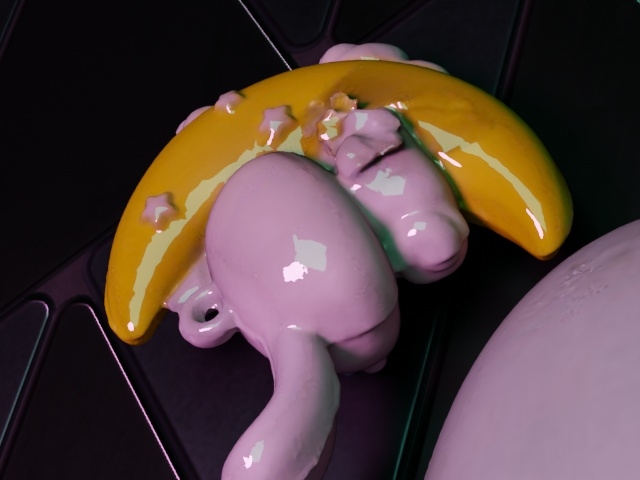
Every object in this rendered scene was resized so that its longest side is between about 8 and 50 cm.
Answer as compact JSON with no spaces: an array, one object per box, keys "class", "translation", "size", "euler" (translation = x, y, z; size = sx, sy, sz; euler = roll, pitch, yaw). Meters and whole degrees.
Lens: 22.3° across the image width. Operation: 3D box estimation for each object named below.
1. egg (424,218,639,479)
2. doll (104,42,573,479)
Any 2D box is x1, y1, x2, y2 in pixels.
[{"class":"egg","translation":[0.167,0.164,0.531],"size":[0.276,0.276,0.389],"euler":[-22,59,14]},{"class":"doll","translation":[0.000,0.000,0.835],"size":[0.237,0.111,0.252],"euler":[-31,48,-13]}]
